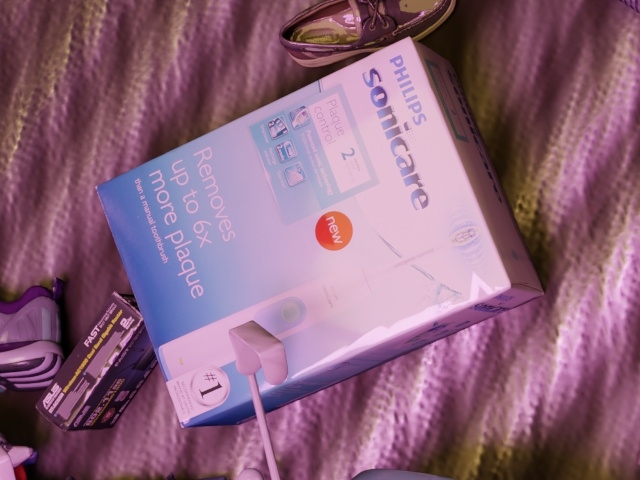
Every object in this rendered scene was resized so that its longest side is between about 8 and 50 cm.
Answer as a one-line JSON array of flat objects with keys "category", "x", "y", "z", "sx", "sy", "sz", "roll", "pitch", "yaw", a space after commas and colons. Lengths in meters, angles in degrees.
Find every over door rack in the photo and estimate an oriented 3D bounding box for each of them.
[{"category": "over door rack", "x": -0.133, "y": 0.219, "z": 1.451, "sx": 0.239, "sy": 0.324, "sz": 0.108, "roll": -23, "pitch": 40, "yaw": -21}]

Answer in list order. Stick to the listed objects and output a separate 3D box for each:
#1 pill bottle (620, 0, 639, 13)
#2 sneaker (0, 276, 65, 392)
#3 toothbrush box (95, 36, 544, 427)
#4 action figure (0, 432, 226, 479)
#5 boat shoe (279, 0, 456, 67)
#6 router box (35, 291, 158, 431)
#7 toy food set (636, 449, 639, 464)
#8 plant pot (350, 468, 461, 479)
[{"category": "pill bottle", "x": 0.332, "y": -0.188, "z": 1.427, "sx": 0.245, "sy": 0.130, "sz": 0.130, "roll": 36, "pitch": 98, "yaw": 18}, {"category": "sneaker", "x": -0.326, "y": 0.087, "z": 1.685, "sx": 0.223, "sy": 0.083, "sz": 0.098, "roll": -5, "pitch": 64, "yaw": 15}, {"category": "toothbrush box", "x": 0.000, "y": 0.000, "z": 1.536, "sx": 0.295, "sy": 0.126, "sz": 0.216, "roll": -23, "pitch": 79, "yaw": 16}, {"category": "action figure", "x": -0.240, "y": 0.297, "z": 1.579, "sx": 0.341, "sy": 0.178, "sz": 0.330, "roll": -18, "pitch": 90, "yaw": 19}, {"category": "boat shoe", "x": 0.038, "y": -0.182, "z": 1.574, "sx": 0.152, "sy": 0.049, "sz": 0.056, "roll": -21, "pitch": 79, "yaw": 17}, {"category": "router box", "x": -0.176, "y": 0.103, "z": 1.608, "sx": 0.038, "sy": 0.092, "sz": 0.122, "roll": 38, "pitch": 99, "yaw": 18}, {"category": "toy food set", "x": 0.409, "y": 0.104, "z": 1.412, "sx": 0.306, "sy": 0.092, "sz": 0.220, "roll": 15, "pitch": 80, "yaw": 19}, {"category": "plant pot", "x": 0.088, "y": 0.304, "z": 1.409, "sx": 0.293, "sy": 0.293, "sz": 0.235, "roll": 9, "pitch": 74, "yaw": 20}]
